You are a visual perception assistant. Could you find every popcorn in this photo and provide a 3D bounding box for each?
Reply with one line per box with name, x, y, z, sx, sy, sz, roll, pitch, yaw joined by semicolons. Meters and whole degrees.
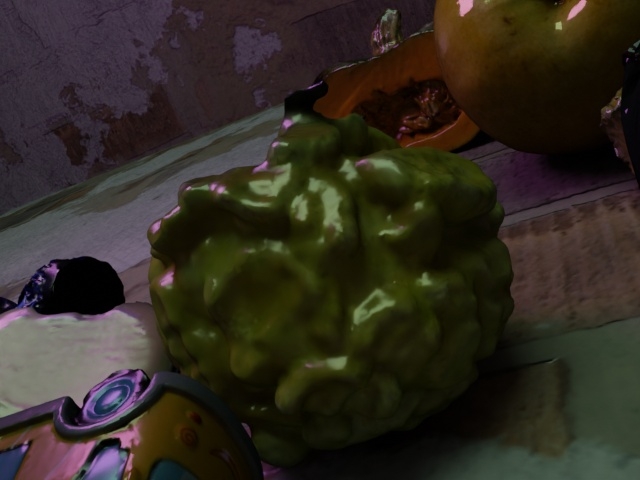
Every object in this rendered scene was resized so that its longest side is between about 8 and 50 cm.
popcorn;0.002;0.018;0.469;0.249;0.225;0.249;-26;13;6

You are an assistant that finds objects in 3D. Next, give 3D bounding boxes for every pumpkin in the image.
pumpkin;0.119;-0.230;1.045;0.317;0.221;0.139;-15;20;28

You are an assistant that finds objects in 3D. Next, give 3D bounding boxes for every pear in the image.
pear;0.274;-0.236;0.751;0.315;0.314;0.314;-22;18;7

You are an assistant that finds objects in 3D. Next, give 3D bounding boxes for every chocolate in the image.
chocolate;-0.397;0.109;0.918;0.344;0.126;0.148;-13;-19;37

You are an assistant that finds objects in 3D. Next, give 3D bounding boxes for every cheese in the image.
cheese;-0.253;0.114;0.560;0.287;0.082;0.163;4;40;-3

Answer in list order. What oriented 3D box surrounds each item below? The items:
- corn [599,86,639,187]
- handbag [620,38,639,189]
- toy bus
corn;0.415;-0.148;0.582;0.345;0.131;0.131;-24;17;7
handbag;0.227;-0.001;0.255;0.155;0.215;0.169;-31;22;4
toy bus;-0.140;0.169;0.379;0.210;0.126;0.136;-20;26;11
